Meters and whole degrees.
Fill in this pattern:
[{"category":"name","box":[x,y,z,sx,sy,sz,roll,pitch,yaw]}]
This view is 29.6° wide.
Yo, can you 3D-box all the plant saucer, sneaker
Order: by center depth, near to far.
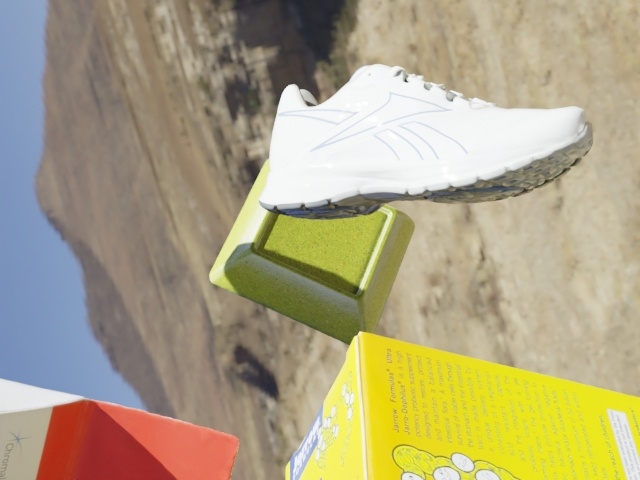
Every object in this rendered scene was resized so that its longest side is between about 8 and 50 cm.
[{"category":"sneaker","box":[0.077,-0.090,1.008,0.111,0.297,0.129,11,-104,-64]},{"category":"plant saucer","box":[0.000,0.000,1.321,0.045,0.188,0.188,115,179,-54]}]

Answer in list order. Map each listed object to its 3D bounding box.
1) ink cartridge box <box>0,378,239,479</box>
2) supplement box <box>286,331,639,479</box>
[{"category":"ink cartridge box","box":[-0.288,0.266,0.988,0.091,0.385,0.308,-97,22,-71]},{"category":"supplement box","box":[0.167,0.248,1.066,0.195,0.356,0.194,-93,21,-50]}]
